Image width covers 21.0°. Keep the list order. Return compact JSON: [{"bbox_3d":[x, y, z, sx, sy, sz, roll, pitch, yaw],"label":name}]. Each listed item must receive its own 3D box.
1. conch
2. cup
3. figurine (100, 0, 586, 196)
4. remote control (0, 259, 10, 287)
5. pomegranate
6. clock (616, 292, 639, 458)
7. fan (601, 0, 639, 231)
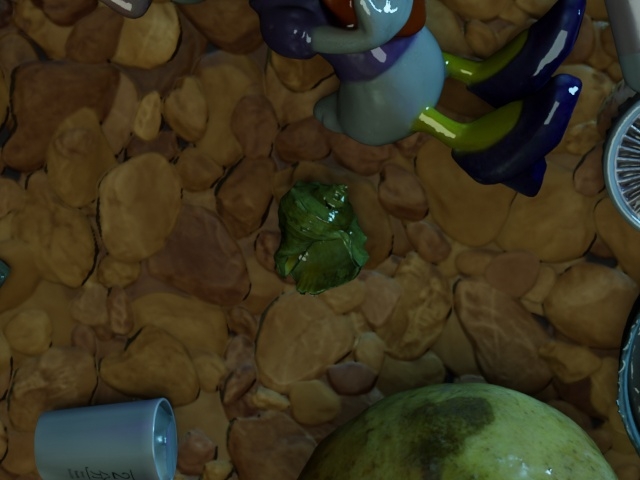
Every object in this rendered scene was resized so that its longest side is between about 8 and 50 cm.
[{"bbox_3d":[0.000,0.000,1.410,0.089,0.074,0.121,49,132,25],"label":"conch"},{"bbox_3d":[-0.179,0.186,1.494,0.116,0.074,0.104,-4,135,10],"label":"cup"},{"bbox_3d":[0.004,-0.175,1.326,0.421,0.154,0.193,30,142,-13],"label":"figurine"},{"bbox_3d":[-0.377,-0.015,1.460,0.233,0.038,0.098,43,106,-9],"label":"remote control"},{"bbox_3d":[0.108,0.245,1.380,0.281,0.281,0.281,1,107,5],"label":"pomegranate"},{"bbox_3d":[0.382,0.107,1.420,0.281,0.055,0.280,2,107,5],"label":"clock"},{"bbox_3d":[0.271,-0.117,1.351,0.130,0.074,0.244,-15,104,10],"label":"fan"}]
